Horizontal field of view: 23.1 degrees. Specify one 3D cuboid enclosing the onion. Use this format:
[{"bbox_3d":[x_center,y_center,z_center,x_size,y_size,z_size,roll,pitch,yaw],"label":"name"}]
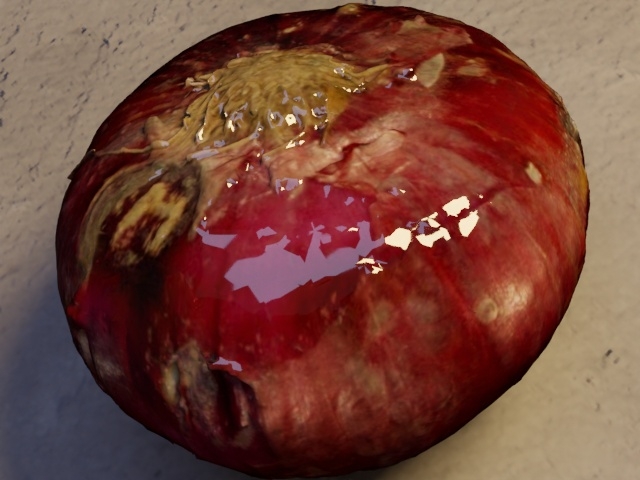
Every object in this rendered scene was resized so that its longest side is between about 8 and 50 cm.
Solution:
[{"bbox_3d":[0.000,0.000,0.706,0.246,0.190,0.246,-4,38,3],"label":"onion"}]
